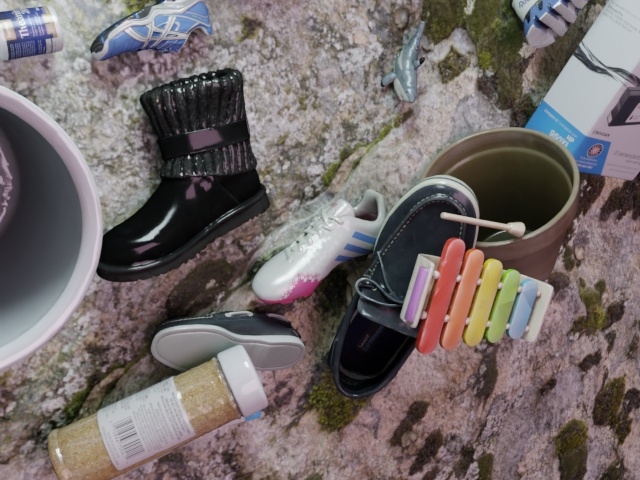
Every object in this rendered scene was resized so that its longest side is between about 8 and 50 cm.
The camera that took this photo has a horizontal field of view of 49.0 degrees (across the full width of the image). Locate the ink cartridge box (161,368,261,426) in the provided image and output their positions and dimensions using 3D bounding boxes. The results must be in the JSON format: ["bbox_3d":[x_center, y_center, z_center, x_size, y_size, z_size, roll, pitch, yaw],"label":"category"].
[{"bbox_3d":[-0.204,0.297,1.325,0.180,0.060,0.104,-7,106,-32],"label":"ink cartridge box"}]

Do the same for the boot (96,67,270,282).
[{"bbox_3d":[-0.247,-0.114,1.143,0.348,0.131,0.260,-35,126,-34],"label":"boot"}]

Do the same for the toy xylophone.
[{"bbox_3d":[0.275,0.076,1.242,0.322,0.081,0.236,1,104,-30],"label":"toy xylophone"}]

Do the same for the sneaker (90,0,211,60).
[{"bbox_3d":[-0.262,-0.330,1.112,0.211,0.080,0.081,-33,115,-21],"label":"sneaker"}]

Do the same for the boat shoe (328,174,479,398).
[{"bbox_3d":[0.153,0.107,1.343,0.186,0.156,0.500,26,116,-2],"label":"boat shoe"}]

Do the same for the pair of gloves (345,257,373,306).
[{"bbox_3d":[0.160,0.101,1.530,0.240,0.042,0.204,-36,116,-23],"label":"pair of gloves"}]

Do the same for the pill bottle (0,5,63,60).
[{"bbox_3d":[-0.440,-0.297,1.010,0.120,0.067,0.067,-20,112,-28],"label":"pill bottle"}]

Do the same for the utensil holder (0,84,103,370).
[{"bbox_3d":[-0.483,-0.044,0.852,0.327,0.385,0.328,-9,107,-32],"label":"utensil holder"}]

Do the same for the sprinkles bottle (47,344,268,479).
[{"bbox_3d":[-0.271,0.303,1.195,0.355,0.121,0.121,-23,115,-10],"label":"sprinkles bottle"}]

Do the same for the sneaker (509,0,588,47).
[{"bbox_3d":[0.521,-0.584,1.487,0.315,0.182,0.127,-42,148,25],"label":"sneaker"}]

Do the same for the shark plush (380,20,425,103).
[{"bbox_3d":[0.190,-0.355,1.414,0.073,0.067,0.161,27,87,-35],"label":"shark plush"}]

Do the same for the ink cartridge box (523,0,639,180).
[{"bbox_3d":[0.701,-0.350,1.599,0.285,0.166,0.395,3,129,-34],"label":"ink cartridge box"}]

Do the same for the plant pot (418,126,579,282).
[{"bbox_3d":[0.395,-0.034,1.519,0.323,0.323,0.280,-45,140,-16],"label":"plant pot"}]

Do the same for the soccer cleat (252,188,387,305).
[{"bbox_3d":[0.000,0.000,1.348,0.331,0.116,0.143,-28,131,-34],"label":"soccer cleat"}]

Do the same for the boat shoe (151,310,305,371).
[{"bbox_3d":[-0.174,0.181,1.301,0.302,0.091,0.114,14,120,-35],"label":"boat shoe"}]
